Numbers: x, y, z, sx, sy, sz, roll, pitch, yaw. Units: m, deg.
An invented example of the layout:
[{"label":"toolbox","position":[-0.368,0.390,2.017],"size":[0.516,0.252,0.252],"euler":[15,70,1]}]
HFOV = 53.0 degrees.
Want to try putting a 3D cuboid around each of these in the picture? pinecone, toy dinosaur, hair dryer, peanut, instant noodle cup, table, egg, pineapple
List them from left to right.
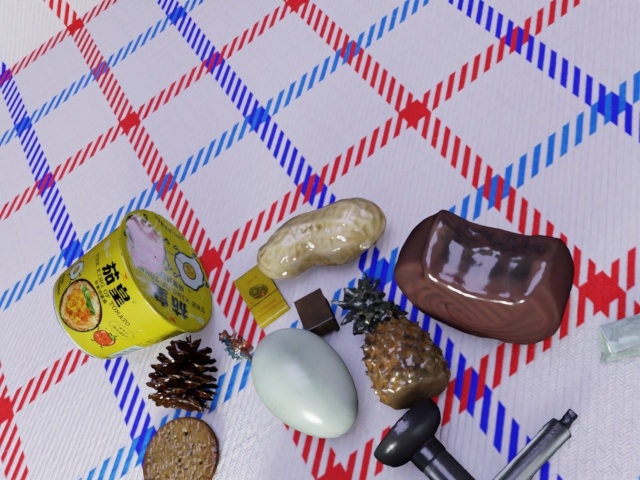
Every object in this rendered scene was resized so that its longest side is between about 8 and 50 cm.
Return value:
[{"label":"instant noodle cup","position":[-0.454,0.123,1.535],"size":[0.254,0.325,0.326],"euler":[-29,54,17]},{"label":"pinecone","position":[-0.305,0.296,1.446],"size":[0.162,0.163,0.165],"euler":[-3,63,21]},{"label":"toy dinosaur","position":[-0.191,0.252,1.492],"size":[0.055,0.049,0.154],"euler":[-45,50,-10]},{"label":"egg","position":[-0.031,0.293,1.323],"size":[0.183,0.183,0.264],"euler":[-46,61,-8]},{"label":"table","position":[-0.004,0.172,1.442],"size":[0.070,0.082,0.083],"euler":[-29,55,5]},{"label":"peanut","position":[0.000,0.000,1.510],"size":[0.325,0.140,0.153],"euler":[-25,72,10]},{"label":"pineapple","position":[0.136,0.184,1.344],"size":[0.169,0.169,0.340],"euler":[-29,48,4]},{"label":"hair dryer","position":[0.309,0.397,1.201],"size":[0.320,0.156,0.284],"euler":[35,58,21]}]

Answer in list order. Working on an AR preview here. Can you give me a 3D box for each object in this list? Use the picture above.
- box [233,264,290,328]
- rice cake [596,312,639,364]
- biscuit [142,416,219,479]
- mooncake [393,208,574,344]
[{"label":"box","position":[-0.144,0.132,1.560],"size":[0.087,0.023,0.155],"euler":[-37,55,2]},{"label":"rice cake","position":[0.619,0.168,1.201],"size":[0.206,0.063,0.069],"euler":[-18,54,12]},{"label":"biscuit","position":[-0.308,0.485,1.419],"size":[0.187,0.027,0.188],"euler":[-9,59,16]},{"label":"mooncake","position":[0.319,0.078,1.231],"size":[0.325,0.334,0.174],"euler":[29,72,-9]}]
